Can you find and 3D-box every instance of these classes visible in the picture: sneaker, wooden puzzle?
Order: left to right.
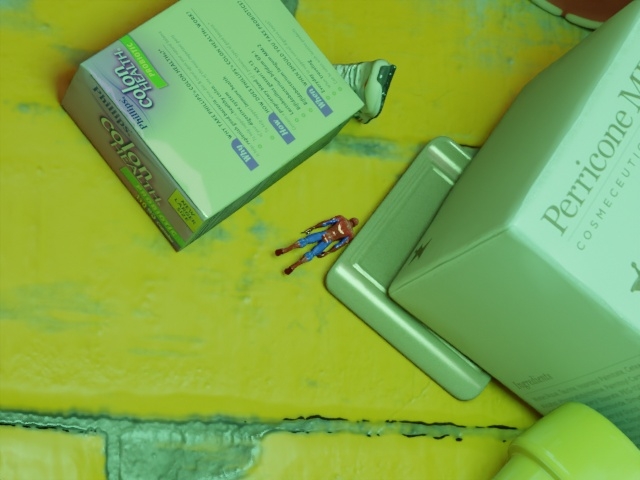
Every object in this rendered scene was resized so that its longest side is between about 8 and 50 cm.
[{"bbox_3d":[0.034,-0.174,1.820,0.075,0.161,0.057,20,82,-6],"label":"sneaker"},{"bbox_3d":[0.150,0.031,1.856,0.221,0.044,0.239,40,68,-4],"label":"wooden puzzle"}]

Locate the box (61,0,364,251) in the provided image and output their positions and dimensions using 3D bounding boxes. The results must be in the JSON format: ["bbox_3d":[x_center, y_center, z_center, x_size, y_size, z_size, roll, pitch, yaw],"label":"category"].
[{"bbox_3d":[-0.118,-0.149,1.774,0.243,0.117,0.213,-38,88,-28],"label":"box"}]

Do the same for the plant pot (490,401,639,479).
[{"bbox_3d":[0.239,0.336,1.678,0.239,0.254,0.254,-34,86,-11],"label":"plant pot"}]

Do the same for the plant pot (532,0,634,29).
[{"bbox_3d":[0.363,-0.407,1.978,0.275,0.275,0.243,26,73,-10],"label":"plant pot"}]

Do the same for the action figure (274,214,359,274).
[{"bbox_3d":[0.000,0.000,1.815,0.115,0.030,0.038,-28,89,-31],"label":"action figure"}]

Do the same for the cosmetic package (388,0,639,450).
[{"bbox_3d":[0.355,0.019,1.728,0.393,0.327,0.329,37,68,-7],"label":"cosmetic package"}]
